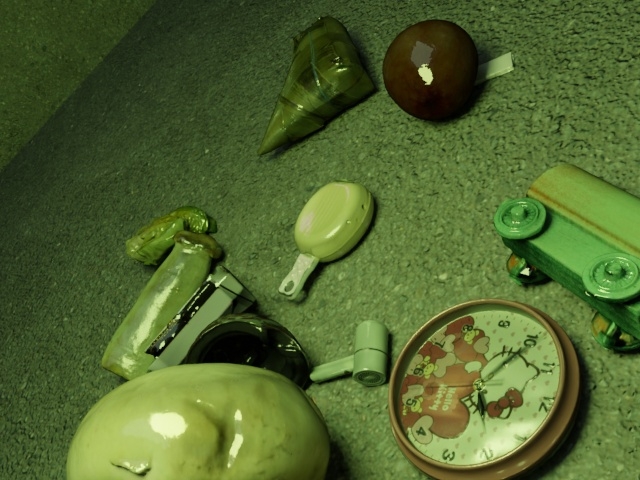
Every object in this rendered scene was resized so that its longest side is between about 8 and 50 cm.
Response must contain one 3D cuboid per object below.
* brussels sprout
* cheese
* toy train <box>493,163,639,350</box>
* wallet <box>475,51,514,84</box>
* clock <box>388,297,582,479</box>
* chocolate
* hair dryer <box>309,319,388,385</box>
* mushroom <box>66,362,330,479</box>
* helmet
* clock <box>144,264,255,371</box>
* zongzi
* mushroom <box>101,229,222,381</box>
[{"bbox_3d":[-0.310,-0.007,1.413,0.181,0.100,0.139,-32,30,18],"label":"brussels sprout"},{"bbox_3d":[0.000,0.000,1.150,0.137,0.064,0.227,11,63,50],"label":"cheese"},{"bbox_3d":[0.336,0.006,0.819,0.177,0.116,0.285,-35,37,-7],"label":"toy train"},{"bbox_3d":[0.294,-0.296,1.193,0.083,0.011,0.044,-18,46,29],"label":"wallet"},{"bbox_3d":[0.189,0.176,0.829,0.245,0.056,0.244,-24,40,23],"label":"clock"},{"bbox_3d":[0.183,-0.282,1.166,0.177,0.177,0.176,-24,43,25],"label":"chocolate"},{"bbox_3d":[0.036,0.172,0.985,0.137,0.047,0.082,-26,41,33],"label":"hair dryer"},{"bbox_3d":[-0.147,0.292,0.865,0.315,0.355,0.315,5,30,-3],"label":"mushroom"},{"bbox_3d":[-0.107,0.173,1.020,0.153,0.177,0.107,-56,14,16],"label":"helmet"},{"bbox_3d":[-0.195,0.134,1.135,0.186,0.083,0.253,-49,5,-6],"label":"clock"},{"bbox_3d":[-0.040,-0.323,1.434,0.274,0.125,0.250,-36,40,21],"label":"zongzi"},{"bbox_3d":[-0.291,0.119,1.284,0.100,0.081,0.312,25,74,12],"label":"mushroom"}]
